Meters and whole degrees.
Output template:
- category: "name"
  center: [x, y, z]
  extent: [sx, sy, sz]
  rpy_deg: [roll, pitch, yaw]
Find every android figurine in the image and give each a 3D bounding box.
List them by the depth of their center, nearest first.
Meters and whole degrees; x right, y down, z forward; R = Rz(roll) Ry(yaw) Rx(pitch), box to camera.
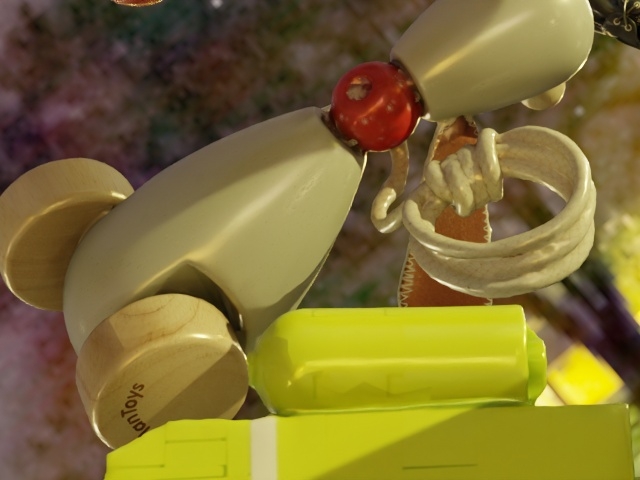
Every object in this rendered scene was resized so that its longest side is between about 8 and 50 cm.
- category: "android figurine"
  center: [0.020, 0.136, 0.611]
  extent: [0.272, 0.248, 0.056]
  rpy_deg: [-1, -28, 2]

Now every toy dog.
- category: "toy dog"
  center: [0.000, 0.000, 0.989]
  extent: [0.333, 0.220, 0.161]
  rpy_deg: [-17, -37, 14]

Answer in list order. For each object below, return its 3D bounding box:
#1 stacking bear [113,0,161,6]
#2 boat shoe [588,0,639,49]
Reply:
- category: "stacking bear"
  center: [-0.150, -0.189, 0.740]
  extent: [0.164, 0.175, 0.289]
  rpy_deg: [-24, -7, 38]
- category: "boat shoe"
  center: [0.232, -0.162, 1.379]
  extent: [0.040, 0.142, 0.049]
  rpy_deg: [-80, 11, -76]
